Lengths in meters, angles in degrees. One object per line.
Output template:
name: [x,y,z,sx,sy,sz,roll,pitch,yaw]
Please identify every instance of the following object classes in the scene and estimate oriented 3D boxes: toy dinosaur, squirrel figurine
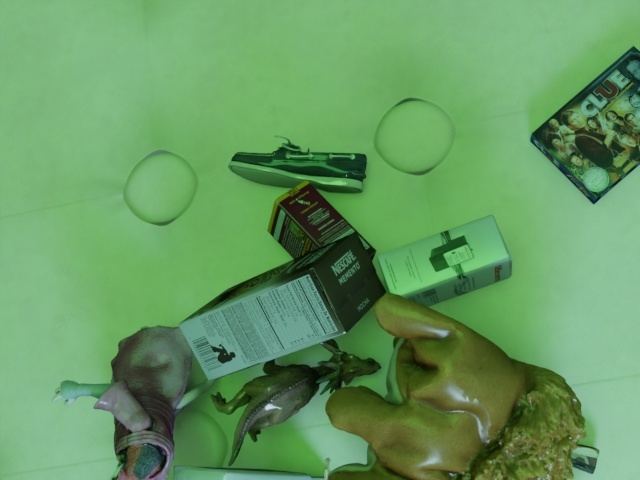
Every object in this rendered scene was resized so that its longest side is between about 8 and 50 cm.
toy dinosaur: [-0.052,0.247,1.523,0.200,0.295,0.127,-22,100,44]
squirrel figurine: [0.187,0.336,1.366,0.396,0.281,0.371,22,76,10]

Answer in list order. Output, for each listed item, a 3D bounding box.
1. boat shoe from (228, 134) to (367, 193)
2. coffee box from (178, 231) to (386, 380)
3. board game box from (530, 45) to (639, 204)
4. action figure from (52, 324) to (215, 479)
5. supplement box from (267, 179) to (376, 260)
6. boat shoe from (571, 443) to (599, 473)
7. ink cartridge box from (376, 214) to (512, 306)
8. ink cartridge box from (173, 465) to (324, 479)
boat shoe: [-0.041,-0.141,1.676,0.254,0.095,0.079,7,80,11]
coffee box: [-0.063,0.111,1.510,0.297,0.168,0.119,-24,97,32]
board game box: [0.517,-0.204,1.609,0.243,0.042,0.165,-41,73,-1]
action figure: [-0.279,0.313,1.500,0.275,0.370,0.248,-10,113,-6]
supplement box: [0.000,0.000,1.619,0.080,0.104,0.188,-35,71,-28]
boat shoe: [0.378,0.352,1.493,0.152,0.056,0.049,6,78,7]
ink cartridge box: [0.213,0.045,1.553,0.208,0.153,0.087,-19,73,5]
ink cartridge box: [-0.113,0.533,1.487,0.130,0.271,0.310,-7,73,41]
